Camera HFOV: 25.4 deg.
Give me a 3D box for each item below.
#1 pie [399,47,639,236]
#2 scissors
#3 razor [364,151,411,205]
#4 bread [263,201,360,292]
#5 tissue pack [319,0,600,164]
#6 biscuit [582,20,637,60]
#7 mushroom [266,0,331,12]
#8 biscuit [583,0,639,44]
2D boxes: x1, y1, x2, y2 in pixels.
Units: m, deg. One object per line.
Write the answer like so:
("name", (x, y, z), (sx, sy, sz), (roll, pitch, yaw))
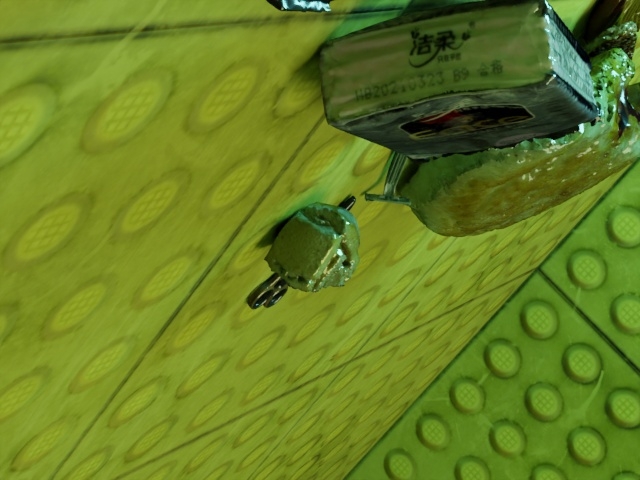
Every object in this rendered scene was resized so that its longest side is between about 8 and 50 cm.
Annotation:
("pie", (0.309, -0.137, 2.143), (0.418, 0.180, 0.395), (-17, 166, -40))
("scissors", (-0.022, 0.018, 2.031), (0.220, 0.017, 0.088), (-48, 161, 17))
("razor", (0.113, -0.115, 1.980), (0.068, 0.037, 0.191), (5, 145, -9))
("bread", (0.003, -0.002, 1.905), (0.110, 0.103, 0.156), (-62, 165, 21))
("tissue pack", (0.168, -0.178, 1.625), (0.259, 0.122, 0.361), (-11, 175, 16))
("biscuit", (0.434, -0.283, 2.251), (0.131, 0.026, 0.237), (-19, 169, 5))
("mushroom", (0.004, -0.296, 1.044), (0.344, 0.130, 0.247), (-27, 142, -51))
("biscuit", (0.536, -0.416, 2.232), (0.318, 0.040, 0.318), (-40, 166, -12))
